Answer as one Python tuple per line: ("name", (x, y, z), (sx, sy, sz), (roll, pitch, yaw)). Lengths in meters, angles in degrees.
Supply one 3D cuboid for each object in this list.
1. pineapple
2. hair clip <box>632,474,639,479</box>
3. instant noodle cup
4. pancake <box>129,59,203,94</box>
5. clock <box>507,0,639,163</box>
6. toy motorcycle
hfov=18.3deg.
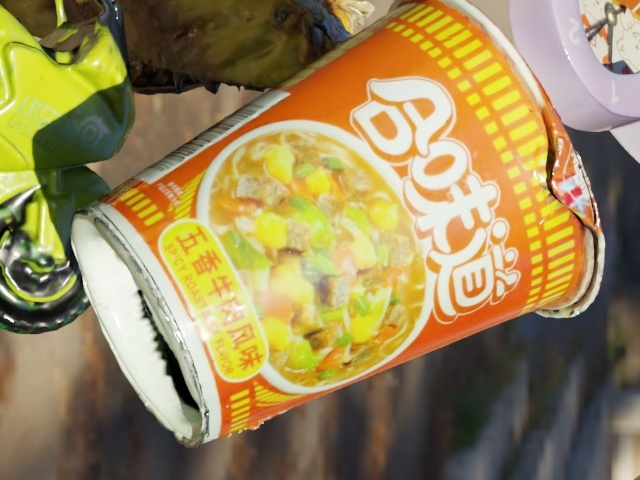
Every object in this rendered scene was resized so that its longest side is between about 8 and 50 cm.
("pineapple", (-0.094, -0.213, 1.397), (0.161, 0.334, 0.158), (-44, 133, -42))
("hair clip", (0.204, 0.231, 1.056), (0.071, 0.159, 0.218), (-12, 68, -48))
("instant noodle cup", (0.000, 0.000, 0.982), (0.193, 0.212, 0.193), (51, -23, 31))
("pancake", (-0.095, -0.186, 1.508), (0.021, 0.199, 0.199), (58, 32, -50))
("clock", (0.171, -0.133, 1.178), (0.198, 0.064, 0.172), (22, 61, -45))
("toy motorcycle", (-0.236, -0.103, 1.123), (0.142, 0.342, 0.206), (-8, -126, 60))
